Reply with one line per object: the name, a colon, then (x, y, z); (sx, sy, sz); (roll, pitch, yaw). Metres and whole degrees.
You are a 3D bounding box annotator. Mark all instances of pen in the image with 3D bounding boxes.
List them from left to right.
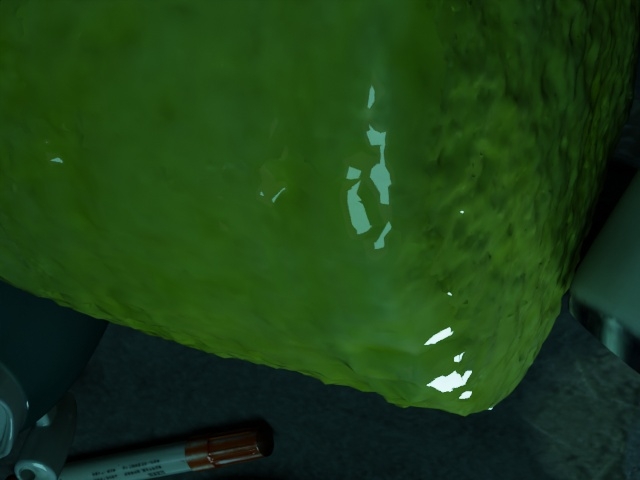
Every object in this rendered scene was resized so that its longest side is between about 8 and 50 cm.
pen: (-0.144, 0.174, 1.272); (0.239, 0.028, 0.028); (-14, 126, 26)

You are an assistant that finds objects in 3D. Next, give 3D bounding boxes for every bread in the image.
bread: (-0.012, -0.110, 0.795); (0.308, 0.348, 0.348); (12, 134, 19)

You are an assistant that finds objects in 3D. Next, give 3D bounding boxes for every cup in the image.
cup: (-0.227, 0.055, 1.090); (0.167, 0.173, 0.300); (-2, 131, 18)

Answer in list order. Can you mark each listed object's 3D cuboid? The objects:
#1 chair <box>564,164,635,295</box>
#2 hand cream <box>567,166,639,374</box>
chair: (0.234, -0.017, 0.931); (0.221, 0.140, 0.145); (16, 132, 5)
hand cream: (0.260, -0.076, 0.792); (0.185, 0.118, 0.359); (34, 90, -12)
